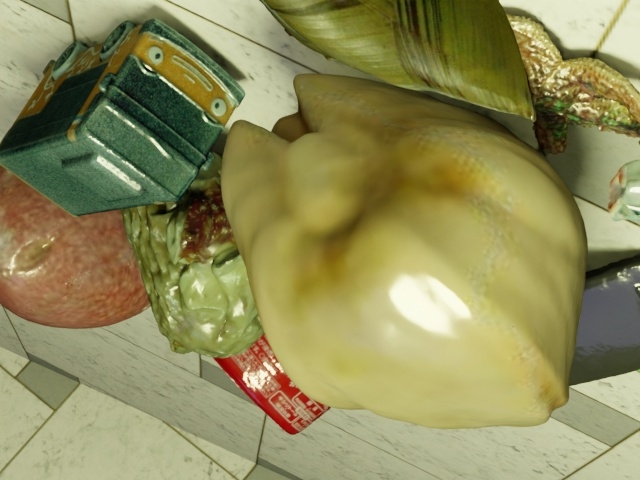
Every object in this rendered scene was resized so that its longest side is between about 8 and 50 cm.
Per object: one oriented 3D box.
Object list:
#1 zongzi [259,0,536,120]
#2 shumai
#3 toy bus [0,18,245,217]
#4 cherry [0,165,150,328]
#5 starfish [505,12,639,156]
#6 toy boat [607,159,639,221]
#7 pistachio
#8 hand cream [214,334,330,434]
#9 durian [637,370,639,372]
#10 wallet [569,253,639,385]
[{"bbox_3d":[0.004,-0.202,0.791,0.286,0.138,0.300,43,-173,-34],"label":"zongzi"},{"bbox_3d":[-0.105,-0.004,1.438,0.218,0.189,0.255,-26,86,62],"label":"shumai"},{"bbox_3d":[-0.217,-0.122,1.349,0.138,0.167,0.275,39,157,-26],"label":"toy bus"},{"bbox_3d":[-0.301,-0.012,1.568,0.221,0.307,0.261,-32,97,34],"label":"cherry"},{"bbox_3d":[0.182,-0.125,1.029,0.210,0.053,0.150,21,147,30],"label":"starfish"},{"bbox_3d":[0.290,-0.049,0.927,0.115,0.114,0.262,13,152,-9],"label":"toy boat"},{"bbox_3d":[0.072,0.014,1.109,0.365,0.281,0.445,48,177,-2],"label":"pistachio"},{"bbox_3d":[-0.051,0.128,1.657,0.230,0.149,0.230,47,177,3],"label":"hand cream"},{"bbox_3d":[0.421,0.156,1.320,0.137,0.095,0.220,-37,105,30],"label":"durian"},{"bbox_3d":[0.256,0.095,1.299,0.244,0.025,0.124,-22,114,34],"label":"wallet"}]
